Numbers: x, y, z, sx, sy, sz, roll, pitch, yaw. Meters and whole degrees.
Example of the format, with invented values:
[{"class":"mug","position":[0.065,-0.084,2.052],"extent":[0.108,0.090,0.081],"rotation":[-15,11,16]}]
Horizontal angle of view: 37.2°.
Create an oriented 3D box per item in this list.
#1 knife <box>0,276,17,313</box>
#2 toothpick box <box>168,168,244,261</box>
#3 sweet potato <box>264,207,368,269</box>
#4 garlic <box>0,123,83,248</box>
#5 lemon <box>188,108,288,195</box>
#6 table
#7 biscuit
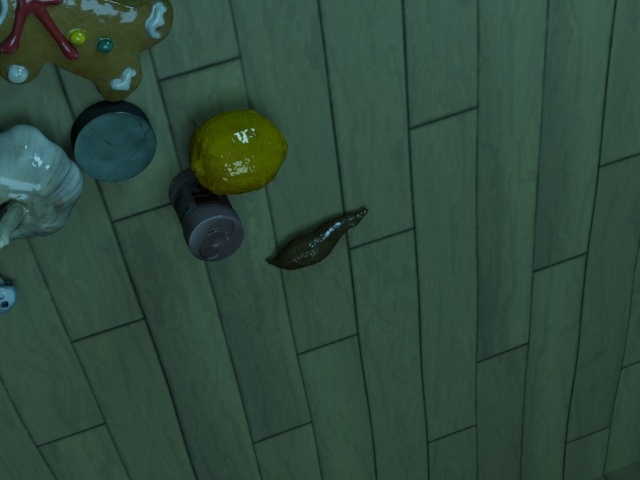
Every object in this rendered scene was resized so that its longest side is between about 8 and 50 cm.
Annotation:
[{"class":"knife","position":[-0.648,0.080,1.610],"extent":[0.265,0.040,0.073],"rotation":[8,113,-30]},{"class":"toothpick box","position":[-0.198,-0.046,1.638],"extent":[0.098,0.149,0.098],"rotation":[-13,131,-15]},{"class":"sweet potato","position":[0.001,0.005,1.837],"extent":[0.226,0.068,0.068],"rotation":[-29,134,-1]},{"class":"garlic","position":[-0.463,-0.058,1.450],"extent":[0.199,0.226,0.199],"rotation":[-6,125,-9]},{"class":"lemon","position":[-0.134,-0.148,1.588],"extent":[0.187,0.142,0.142],"rotation":[-14,134,-32]},{"class":"table","position":[-0.337,-0.161,1.548],"extent":[0.133,0.043,0.133],"rotation":[-13,133,-15]},{"class":"biscuit","position":[-0.397,-0.311,1.391],"extent":[0.339,0.047,0.216],"rotation":[16,118,-35]}]
